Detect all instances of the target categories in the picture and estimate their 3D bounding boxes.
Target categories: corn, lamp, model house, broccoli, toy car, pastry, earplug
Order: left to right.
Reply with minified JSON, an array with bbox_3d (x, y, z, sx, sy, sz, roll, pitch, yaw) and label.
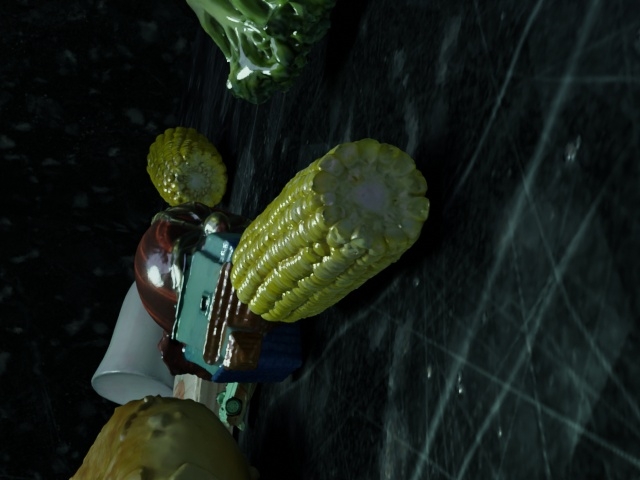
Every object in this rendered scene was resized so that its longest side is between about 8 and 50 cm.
[{"bbox_3d":[-0.350,0.178,1.851,0.172,0.172,0.301,119,163,-54],"label":"earplug"},{"bbox_3d":[-0.148,0.297,0.851,0.316,0.184,0.284,-36,36,56],"label":"pastry"},{"bbox_3d":[-0.245,-0.132,1.650,0.387,0.144,0.143,-143,63,-69],"label":"corn"},{"bbox_3d":[-0.146,0.040,1.020,0.223,0.151,0.215,-52,29,28],"label":"lamp"},{"bbox_3d":[-0.083,-0.298,0.872,0.248,0.246,0.288,116,166,-75],"label":"broccoli"},{"bbox_3d":[-0.089,0.154,1.028,0.059,0.035,0.121,177,113,-76],"label":"toy car"},{"bbox_3d":[-0.063,0.076,0.847,0.149,0.120,0.148,-152,73,-65],"label":"model house"},{"bbox_3d":[0.000,0.000,0.655,0.244,0.093,0.093,142,136,-64],"label":"corn"}]

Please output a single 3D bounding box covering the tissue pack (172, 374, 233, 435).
[{"bbox_3d":[-0.159,0.271,1.155,0.170,0.071,0.325,131,146,-60],"label":"tissue pack"}]
